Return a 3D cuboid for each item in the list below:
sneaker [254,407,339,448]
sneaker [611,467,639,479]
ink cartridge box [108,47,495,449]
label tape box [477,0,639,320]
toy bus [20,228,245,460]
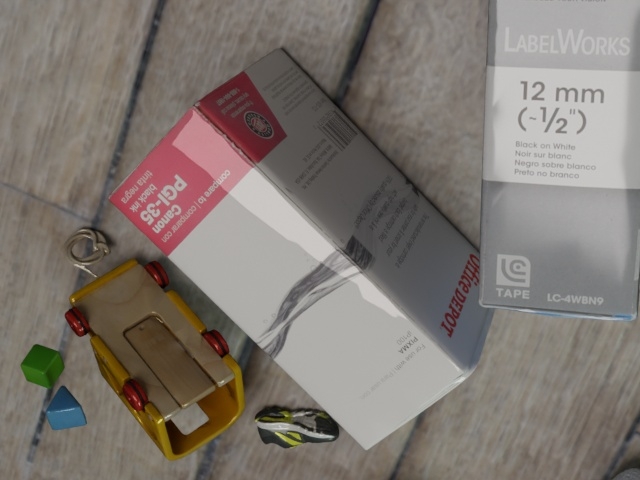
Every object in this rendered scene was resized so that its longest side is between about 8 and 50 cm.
[{"bbox_3d":[-0.021,0.182,1.121,0.083,0.031,0.035,8,125,17],"label":"sneaker"},{"bbox_3d":[0.280,0.340,1.054,0.153,0.101,0.269,25,115,3],"label":"sneaker"},{"bbox_3d":[0.000,0.000,0.948,0.283,0.207,0.117,45,115,-4],"label":"ink cartridge box"},{"bbox_3d":[0.183,-0.152,0.820,0.115,0.249,0.348,6,111,13],"label":"label tape box"},{"bbox_3d":[-0.158,0.105,1.083,0.191,0.202,0.104,6,141,6],"label":"toy bus"}]
